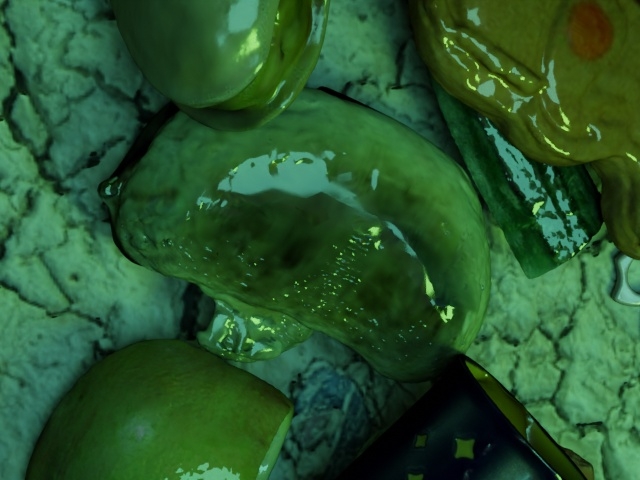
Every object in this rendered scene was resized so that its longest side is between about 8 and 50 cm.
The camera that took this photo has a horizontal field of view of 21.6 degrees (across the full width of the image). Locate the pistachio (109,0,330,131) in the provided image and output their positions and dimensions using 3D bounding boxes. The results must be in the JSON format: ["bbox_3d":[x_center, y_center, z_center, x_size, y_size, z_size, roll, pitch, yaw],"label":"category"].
[{"bbox_3d":[-0.086,-0.225,1.259,0.197,0.166,0.288,-10,68,23],"label":"pistachio"}]

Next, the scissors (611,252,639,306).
[{"bbox_3d":[0.357,0.003,1.519,0.212,0.021,0.110,-43,104,-8],"label":"scissors"}]

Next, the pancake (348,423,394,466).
[{"bbox_3d":[0.072,0.221,1.456,0.116,0.022,0.129,14,93,-16],"label":"pancake"}]

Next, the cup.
[{"bbox_3d":[0.106,0.268,1.339,0.256,0.255,0.178,-45,151,6],"label":"cup"}]

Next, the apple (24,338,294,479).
[{"bbox_3d":[-0.144,0.214,1.331,0.193,0.120,0.265,21,100,-4],"label":"apple"}]

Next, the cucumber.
[{"bbox_3d":[0.160,-0.102,1.399,0.244,0.063,0.115,57,43,-13],"label":"cucumber"}]

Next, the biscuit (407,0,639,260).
[{"bbox_3d":[0.248,-0.210,1.390,0.455,0.078,0.350,39,63,-22],"label":"biscuit"}]

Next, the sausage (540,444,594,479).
[{"bbox_3d":[0.133,0.321,1.457,0.326,0.079,0.087,-58,145,-3],"label":"sausage"}]

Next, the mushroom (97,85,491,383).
[{"bbox_3d":[0.001,0.001,1.351,0.344,0.130,0.247,34,83,-18],"label":"mushroom"}]
